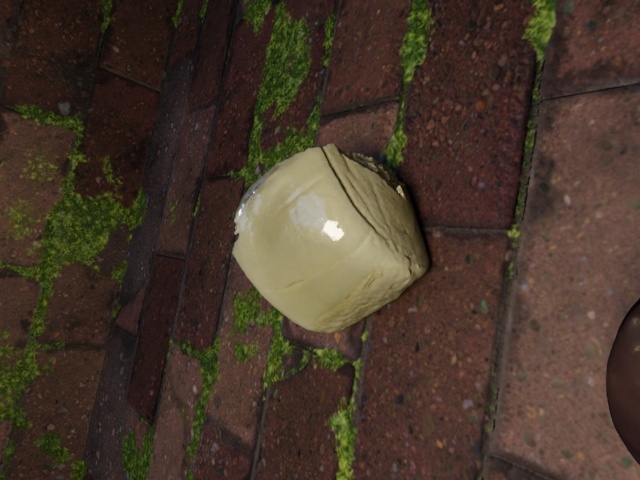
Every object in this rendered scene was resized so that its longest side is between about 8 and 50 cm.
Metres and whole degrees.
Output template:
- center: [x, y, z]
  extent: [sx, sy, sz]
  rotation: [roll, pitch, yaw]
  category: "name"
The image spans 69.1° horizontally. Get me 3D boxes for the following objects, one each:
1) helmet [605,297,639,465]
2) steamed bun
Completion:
- center: [0.335, 0.114, 0.301]
  extent: [0.305, 0.177, 0.225]
  rotation: [-172, 84, -70]
  category: "helmet"
- center: [0.000, 0.000, 0.768]
  extent: [0.290, 0.272, 0.274]
  rotation: [-51, 47, 31]
  category: "steamed bun"
